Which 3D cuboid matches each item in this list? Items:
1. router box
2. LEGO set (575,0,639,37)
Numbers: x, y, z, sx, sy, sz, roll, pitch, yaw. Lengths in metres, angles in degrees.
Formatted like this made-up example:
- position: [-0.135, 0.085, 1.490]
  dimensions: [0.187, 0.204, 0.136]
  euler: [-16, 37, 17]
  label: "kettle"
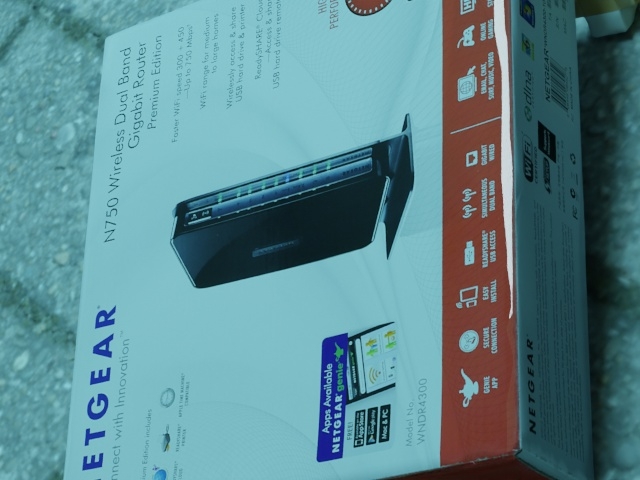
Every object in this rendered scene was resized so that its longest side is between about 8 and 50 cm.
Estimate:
- position: [0.000, 0.000, 0.966]
  dimensions: [0.301, 0.082, 0.335]
  euler: [-16, 60, 32]
  label: "router box"
- position: [0.234, -0.155, 0.896]
  dimensions: [0.132, 0.107, 0.287]
  euler: [-52, 41, -3]
  label: "LEGO set"
